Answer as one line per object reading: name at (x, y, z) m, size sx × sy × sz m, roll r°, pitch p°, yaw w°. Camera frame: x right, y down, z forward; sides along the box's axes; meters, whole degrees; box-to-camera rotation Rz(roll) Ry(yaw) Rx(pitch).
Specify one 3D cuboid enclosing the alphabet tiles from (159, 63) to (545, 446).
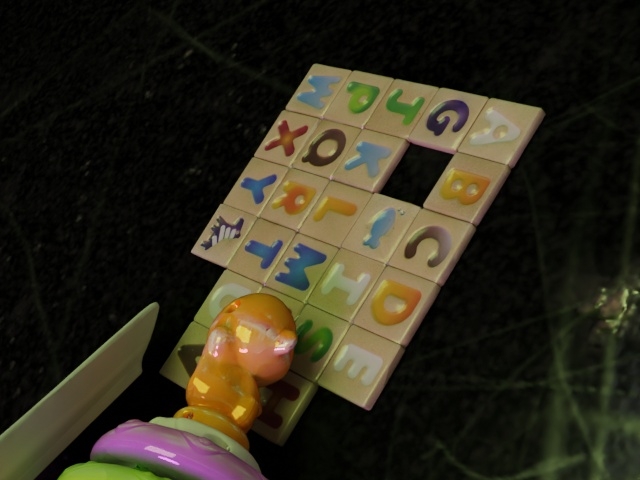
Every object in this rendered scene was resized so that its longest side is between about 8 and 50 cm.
alphabet tiles at (0.000, 0.000, 0.650) m, size 0.198 × 0.009 × 0.237 m, roll 21°, pitch 74°, yaw 45°

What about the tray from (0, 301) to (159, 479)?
tray at (-0.177, 0.129, 0.573) m, size 0.145 × 0.030 × 0.270 m, roll -42°, pitch 3°, yaw 24°

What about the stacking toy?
stacking toy at (-0.083, 0.149, 0.522) m, size 0.175 × 0.166 × 0.302 m, roll -13°, pitch 40°, yaw 44°
